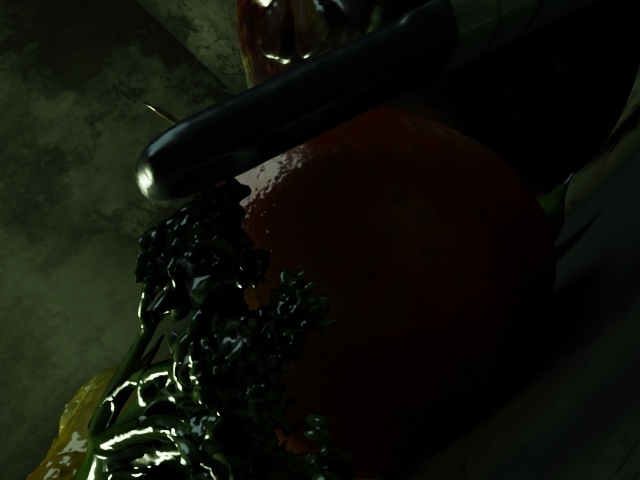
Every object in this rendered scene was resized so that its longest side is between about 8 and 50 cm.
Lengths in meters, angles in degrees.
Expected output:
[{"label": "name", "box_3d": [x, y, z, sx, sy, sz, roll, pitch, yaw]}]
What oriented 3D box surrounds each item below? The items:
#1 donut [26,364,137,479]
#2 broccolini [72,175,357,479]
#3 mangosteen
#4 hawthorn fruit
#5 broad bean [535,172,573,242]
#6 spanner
[{"label": "donut", "box_3d": [-0.107, 0.149, 0.660, 0.259, 0.101, 0.152, -52, 8, -31]}, {"label": "broccolini", "box_3d": [-0.050, 0.119, 0.446, 0.271, 0.062, 0.123, -66, 32, 34]}, {"label": "mangosteen", "box_3d": [0.099, -0.124, 0.773, 0.289, 0.231, 0.231, -4, -23, -27]}, {"label": "hawthorn fruit", "box_3d": [0.015, 0.007, 0.483, 0.125, 0.140, 0.125, -16, -19, -6]}, {"label": "broad bean", "box_3d": [0.028, 0.046, 0.681, 0.297, 0.043, 0.060, -48, 17, 49]}, {"label": "spanner", "box_3d": [0.090, -0.081, 0.432, 0.316, 0.024, 0.087, -26, -12, -4]}]
